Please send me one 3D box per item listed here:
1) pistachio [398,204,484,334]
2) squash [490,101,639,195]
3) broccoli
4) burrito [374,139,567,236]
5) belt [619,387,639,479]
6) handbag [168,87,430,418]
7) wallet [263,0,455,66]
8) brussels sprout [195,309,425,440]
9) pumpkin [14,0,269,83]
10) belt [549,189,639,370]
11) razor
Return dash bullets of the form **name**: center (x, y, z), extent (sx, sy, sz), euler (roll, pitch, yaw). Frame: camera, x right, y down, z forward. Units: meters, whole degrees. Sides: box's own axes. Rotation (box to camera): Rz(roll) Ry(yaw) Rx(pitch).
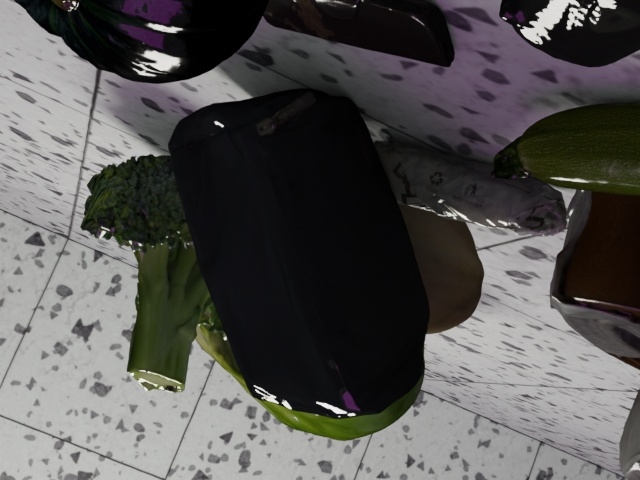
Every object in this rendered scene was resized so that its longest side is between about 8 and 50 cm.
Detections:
- **pistachio**: center (0.074, 0.000, 1.141), extent (0.238, 0.153, 0.138), euler (49, 157, 0)
- **squash**: center (0.229, -0.062, 0.730), extent (0.252, 0.066, 0.066), euler (10, 164, 42)
- **broccoli**: center (-0.153, 0.025, 1.369), extent (0.249, 0.302, 0.375), euler (-18, 156, 5)
- **burrito**: center (0.135, -0.047, 0.994), extent (0.203, 0.064, 0.064), euler (17, 168, 27)
- **belt**: center (0.411, 0.192, 0.878), extent (0.324, 0.115, 0.227), euler (14, 160, 27)
- **handbag**: center (0.002, -0.001, 0.970), extent (0.178, 0.301, 0.275), euler (-22, -173, -28)
- **wallet**: center (0.020, -0.164, 0.772), extent (0.157, 0.018, 0.082), euler (18, 168, 22)
- **brussels sprout**: center (-0.008, 0.153, 1.641), extent (0.371, 0.275, 0.315), euler (16, 163, 33)
- **pumpkin**: center (-0.112, -0.181, 0.608), extent (0.194, 0.150, 0.194), euler (14, 159, 6)
- **belt**: center (0.351, 0.058, 0.938), extent (0.339, 0.122, 0.217), euler (26, 166, -28)
- **razor**: center (0.159, -0.136, 0.547), extent (0.090, 0.054, 0.148), euler (25, 169, -13)
